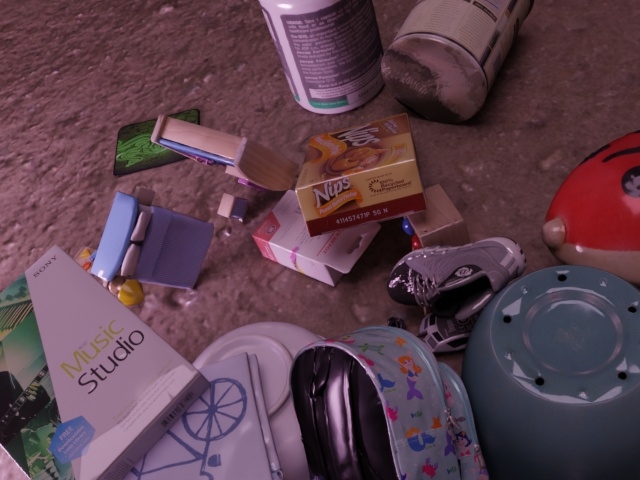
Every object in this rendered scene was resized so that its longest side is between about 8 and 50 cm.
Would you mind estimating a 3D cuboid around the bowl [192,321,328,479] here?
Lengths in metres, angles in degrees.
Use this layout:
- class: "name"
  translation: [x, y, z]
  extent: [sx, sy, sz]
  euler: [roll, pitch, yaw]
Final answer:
- class: "bowl"
  translation: [-0.090, 0.225, 1.065]
  extent: [0.297, 0.134, 0.298]
  euler: [-9, 51, 11]

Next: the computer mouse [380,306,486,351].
- class: "computer mouse"
  translation: [0.186, 0.140, 1.106]
  extent: [0.192, 0.042, 0.106]
  euler: [-19, 45, 10]

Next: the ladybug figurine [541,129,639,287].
- class: "ladybug figurine"
  translation: [0.515, -0.063, 1.013]
  extent: [0.448, 0.162, 0.305]
  euler: [-12, 28, -12]

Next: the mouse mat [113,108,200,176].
- class: "mouse mat"
  translation: [-0.343, -0.208, 1.563]
  extent: [0.189, 0.007, 0.153]
  euler: [-14, 51, 8]

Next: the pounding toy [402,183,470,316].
- class: "pounding toy"
  translation: [0.176, 0.016, 1.159]
  extent: [0.100, 0.141, 0.130]
  euler: [-21, 36, 1]

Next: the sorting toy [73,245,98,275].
- class: "sorting toy"
  translation: [-0.446, 0.048, 1.392]
  extent: [0.062, 0.012, 0.083]
  euler: [16, 59, 27]

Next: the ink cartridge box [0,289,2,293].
- class: "ink cartridge box"
  translation: [-0.609, 0.150, 1.335]
  extent: [0.099, 0.056, 0.135]
  euler: [-34, 52, -9]

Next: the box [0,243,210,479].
- class: "box"
  translation: [-0.338, 0.175, 0.989]
  extent: [0.322, 0.058, 0.232]
  euler: [34, 70, 27]

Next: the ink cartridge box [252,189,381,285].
- class: "ink cartridge box"
  translation: [0.000, 0.000, 1.254]
  extent: [0.198, 0.067, 0.115]
  euler: [22, 62, 32]

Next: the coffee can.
- class: "coffee can"
  translation: [0.258, -0.387, 1.385]
  extent: [0.201, 0.202, 0.275]
  euler: [15, 59, 27]

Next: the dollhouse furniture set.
- class: "dollhouse furniture set"
  translation: [-0.171, -0.012, 1.227]
  extent: [0.198, 0.286, 0.304]
  euler: [21, 90, 35]

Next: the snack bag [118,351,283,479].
- class: "snack bag"
  translation: [-0.196, 0.329, 0.912]
  extent: [0.322, 0.037, 0.343]
  euler: [-21, 50, 2]

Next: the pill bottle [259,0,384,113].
- class: "pill bottle"
  translation: [-0.002, -0.433, 1.399]
  extent: [0.204, 0.361, 0.204]
  euler: [-8, 52, 11]

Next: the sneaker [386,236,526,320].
- class: "sneaker"
  translation: [0.159, 0.064, 1.023]
  extent: [0.228, 0.086, 0.132]
  euler: [-22, 13, 43]

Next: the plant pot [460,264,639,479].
- class: "plant pot"
  translation: [0.310, 0.168, 0.917]
  extent: [0.292, 0.235, 0.293]
  euler: [-8, 51, 10]

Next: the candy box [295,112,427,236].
- class: "candy box"
  translation: [0.069, -0.117, 1.216]
  extent: [0.182, 0.088, 0.316]
  euler: [-13, 20, 9]

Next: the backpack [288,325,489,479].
- class: "backpack"
  translation: [0.072, 0.231, 0.907]
  extent: [0.191, 0.225, 0.254]
  euler: [-17, 87, -33]
